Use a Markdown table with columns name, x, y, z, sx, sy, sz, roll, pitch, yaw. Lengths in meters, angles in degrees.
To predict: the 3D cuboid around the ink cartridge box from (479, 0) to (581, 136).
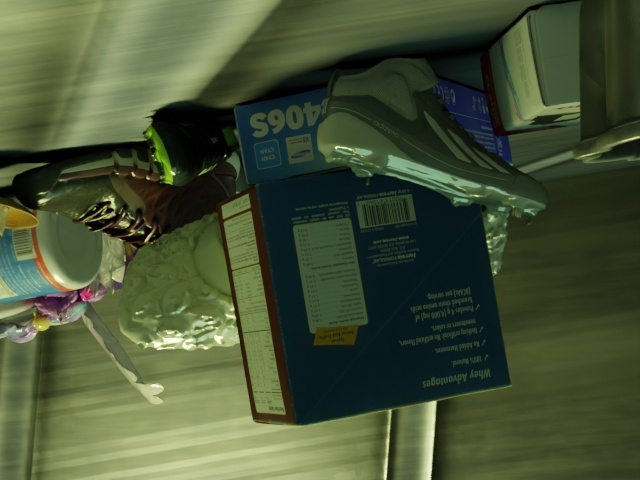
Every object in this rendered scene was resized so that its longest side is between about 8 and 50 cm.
| name | x | y | z | sx | sy | sz | roll | pitch | yaw |
| --- | --- | --- | --- | --- | --- | --- | --- | --- | --- |
| ink cartridge box | 0.202 | -0.131 | 1.028 | 0.127 | 0.072 | 0.175 | -9 | 179 | -4 |

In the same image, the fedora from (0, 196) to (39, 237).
| name | x | y | z | sx | sy | sz | roll | pitch | yaw |
| --- | --- | --- | --- | --- | --- | --- | --- | --- | --- |
| fedora | -0.362 | -0.004 | 1.263 | 0.194 | 0.079 | 0.194 | 5 | 171 | 1 |

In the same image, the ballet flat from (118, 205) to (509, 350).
| name | x | y | z | sx | sy | sz | roll | pitch | yaw |
| --- | --- | --- | --- | --- | --- | --- | --- | --- | --- |
| ballet flat | 0.000 | 0.000 | 1.320 | 0.409 | 0.147 | 0.147 | -11 | 179 | -19 |

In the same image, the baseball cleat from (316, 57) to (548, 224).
| name | x | y | z | sx | sy | sz | roll | pitch | yaw |
| --- | --- | --- | --- | --- | --- | --- | --- | --- | --- |
| baseball cleat | 0.099 | -0.085 | 1.077 | 0.206 | 0.109 | 0.072 | 16 | 169 | -25 |

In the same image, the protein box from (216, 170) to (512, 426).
| name | x | y | z | sx | sy | sz | roll | pitch | yaw |
| --- | --- | --- | --- | --- | --- | --- | --- | --- | --- |
| protein box | 0.035 | 0.045 | 1.183 | 0.199 | 0.201 | 0.136 | -9 | 178 | -19 |

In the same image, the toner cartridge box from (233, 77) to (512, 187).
| name | x | y | z | sx | sy | sz | roll | pitch | yaw |
| --- | --- | --- | --- | --- | --- | --- | --- | --- | --- |
| toner cartridge box | 0.064 | -0.097 | 1.300 | 0.165 | 0.075 | 0.348 | -11 | 177 | 21 |

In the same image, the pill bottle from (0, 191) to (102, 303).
| name | x | y | z | sx | sy | sz | roll | pitch | yaw |
| --- | --- | --- | --- | --- | --- | --- | --- | --- | --- |
| pill bottle | -0.374 | 0.011 | 1.567 | 0.221 | 0.124 | 0.124 | -10 | 178 | 23 |

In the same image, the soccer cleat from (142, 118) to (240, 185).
| name | x | y | z | sx | sy | sz | roll | pitch | yaw |
| --- | --- | --- | --- | --- | --- | --- | --- | --- | --- |
| soccer cleat | -0.111 | -0.084 | 1.197 | 0.072 | 0.060 | 0.179 | -19 | -176 | 2 |

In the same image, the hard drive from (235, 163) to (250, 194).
| name | x | y | z | sx | sy | sz | roll | pitch | yaw |
| --- | --- | --- | --- | --- | --- | --- | --- | --- | --- |
| hard drive | -0.165 | -0.057 | 1.620 | 0.172 | 0.054 | 0.254 | -9 | 178 | 2 |

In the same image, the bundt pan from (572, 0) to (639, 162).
| name | x | y | z | sx | sy | sz | roll | pitch | yaw |
| --- | --- | --- | --- | --- | --- | --- | --- | --- | --- |
| bundt pan | 0.291 | -0.131 | 0.733 | 0.330 | 0.124 | 0.331 | -10 | 179 | 0 |

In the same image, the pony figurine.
| name | x | y | z | sx | sy | sz | roll | pitch | yaw |
| --- | --- | --- | --- | --- | --- | --- | --- | --- | --- |
| pony figurine | -0.395 | 0.080 | 2.079 | 0.363 | 0.303 | 0.351 | -13 | -149 | -16 |

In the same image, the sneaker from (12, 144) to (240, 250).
| name | x | y | z | sx | sy | sz | roll | pitch | yaw |
| --- | --- | --- | --- | --- | --- | --- | --- | --- | --- |
| sneaker | -0.174 | -0.009 | 1.369 | 0.106 | 0.163 | 0.281 | -12 | 177 | 42 |
